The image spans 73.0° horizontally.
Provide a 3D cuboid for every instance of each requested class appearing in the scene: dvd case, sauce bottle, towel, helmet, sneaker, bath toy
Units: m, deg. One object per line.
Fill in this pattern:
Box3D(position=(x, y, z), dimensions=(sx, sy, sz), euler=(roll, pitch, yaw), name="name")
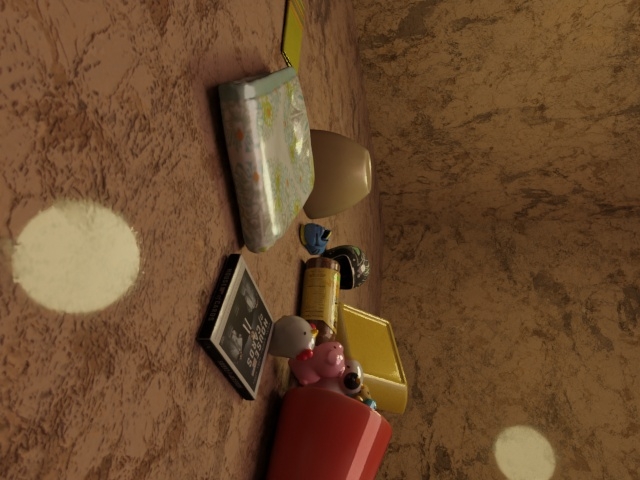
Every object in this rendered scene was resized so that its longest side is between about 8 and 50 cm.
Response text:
Box3D(position=(-0.148, 0.169, 0.821), dimensions=(0.239, 0.029, 0.179), euler=(73, 21, -46), name="dvd case")
Box3D(position=(-0.006, 0.223, 1.230), dimensions=(0.111, 0.111, 0.345), euler=(58, 34, -64), name="sauce bottle")
Box3D(position=(-0.078, -0.586, 1.199), dimensions=(0.102, 0.021, 0.237), euler=(43, 48, -64), name="towel")
Box3D(position=(0.093, 0.094, 1.531), dimensions=(0.169, 0.161, 0.170), euler=(-1, 90, -76), name="helmet")
Box3D(position=(-0.097, -0.195, 0.937), dimensions=(0.374, 0.090, 0.321), euler=(-63, 148, -62), name="towel")
Box3D(position=(0.000, 0.000, 1.334), dimensions=(0.209, 0.082, 0.069), euler=(53, 36, -70), name="sneaker")
Box3D(position=(0.010, 0.306, 1.029), dimensions=(0.151, 0.129, 0.348), euler=(-45, 124, -15), name="bath toy")

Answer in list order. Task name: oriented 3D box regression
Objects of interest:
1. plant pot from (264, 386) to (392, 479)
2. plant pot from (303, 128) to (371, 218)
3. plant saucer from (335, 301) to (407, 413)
Box3D(position=(0.001, 0.501, 0.964), dimensions=(0.275, 0.274, 0.243), euler=(75, 30, -43), name="plant pot")
Box3D(position=(0.058, -0.210, 1.360), dimensions=(0.284, 0.190, 0.284), euler=(-1, 90, -77), name="plant pot")
Box3D(position=(0.139, 0.339, 1.341), dimensions=(0.332, 0.081, 0.333), euler=(27, 37, -34), name="plant saucer")
